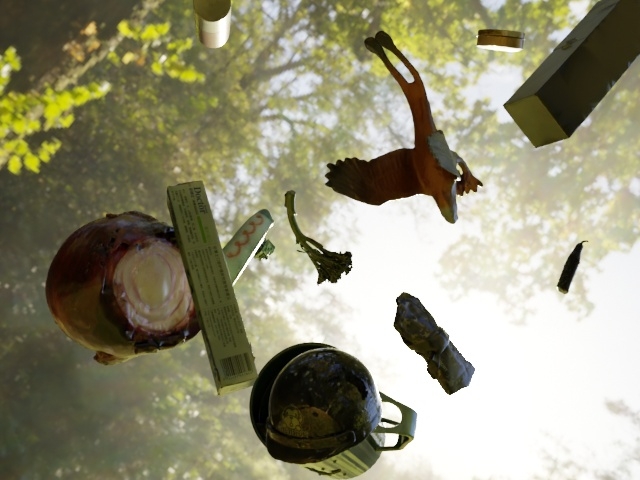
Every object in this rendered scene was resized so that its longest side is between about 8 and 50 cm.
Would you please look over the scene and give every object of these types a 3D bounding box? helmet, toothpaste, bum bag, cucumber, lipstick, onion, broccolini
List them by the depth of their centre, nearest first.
[{"bbox_3d":[-0.176,0.072,1.335,0.081,0.067,0.336,119,-44,-67],"label":"toothpaste"},{"bbox_3d":[-0.208,-0.429,1.615,0.070,0.070,0.254,36,-2,-7],"label":"lipstick"},{"bbox_3d":[0.222,0.209,1.670,0.248,0.069,0.102,47,28,-11],"label":"bum bag"},{"bbox_3d":[-0.004,0.314,1.698,0.230,0.279,0.160,6,-66,31],"label":"helmet"},{"bbox_3d":[-0.413,0.092,1.762,0.341,0.341,0.341,32,-15,9],"label":"onion"},{"bbox_3d":[-0.005,-0.007,1.996,0.123,0.062,0.271,-16,-62,21],"label":"broccolini"},{"bbox_3d":[0.662,0.063,2.192,0.043,0.163,0.039,32,-16,-25],"label":"cucumber"}]

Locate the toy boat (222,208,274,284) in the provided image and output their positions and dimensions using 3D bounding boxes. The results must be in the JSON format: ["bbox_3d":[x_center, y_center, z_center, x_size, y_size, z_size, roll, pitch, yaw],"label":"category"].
[{"bbox_3d":[-0.174,0.020,1.703,0.079,0.208,0.134,35,-34,-3],"label":"toy boat"}]

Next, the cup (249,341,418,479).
[{"bbox_3d":[0.045,0.499,2.247,0.401,0.310,0.392,33,-12,30],"label":"cup"}]

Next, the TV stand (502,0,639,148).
[{"bbox_3d":[0.397,-0.264,1.259,0.088,0.269,0.083,47,-22,-13],"label":"TV stand"}]

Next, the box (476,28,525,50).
[{"bbox_3d":[0.393,-0.437,1.828,0.105,0.037,0.105,6,9,-1],"label":"box"}]

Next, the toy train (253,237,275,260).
[{"bbox_3d":[-0.142,0.022,2.043,0.053,0.033,0.083,48,23,-11],"label":"toy train"}]

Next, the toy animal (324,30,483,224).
[{"bbox_3d":[0.179,-0.185,1.534,0.225,0.284,0.302,-19,-35,38],"label":"toy animal"}]
